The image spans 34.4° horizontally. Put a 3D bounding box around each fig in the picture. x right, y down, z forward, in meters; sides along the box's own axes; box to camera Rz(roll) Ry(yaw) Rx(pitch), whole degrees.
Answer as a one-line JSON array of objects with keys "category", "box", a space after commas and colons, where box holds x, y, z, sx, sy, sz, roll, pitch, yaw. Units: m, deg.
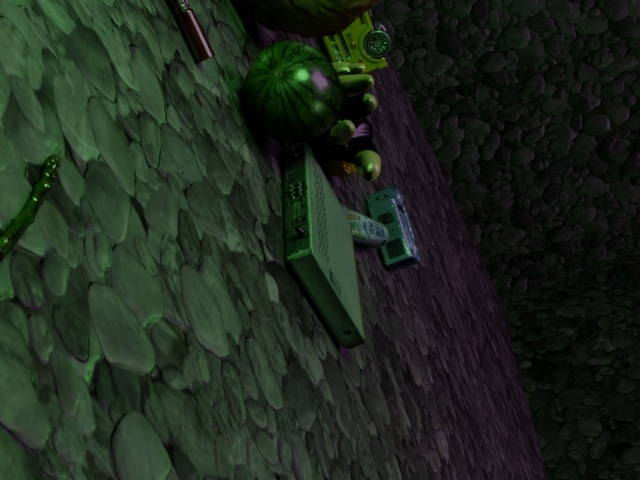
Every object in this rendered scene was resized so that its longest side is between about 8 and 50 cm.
[{"category": "fig", "box": [-0.057, -0.448, 1.551, 0.368, 0.286, 0.286, -14, 82, -59]}]

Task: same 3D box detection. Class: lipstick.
[{"category": "lipstick", "box": [-0.180, -0.304, 1.279, 0.176, 0.027, 0.027, 64, 13, -13]}]

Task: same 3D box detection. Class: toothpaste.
[{"category": "toothpaste", "box": [0.064, -0.021, 1.794, 0.297, 0.048, 0.075, 18, 55, -69]}]

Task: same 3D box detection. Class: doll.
[{"category": "doll", "box": [0.039, -0.182, 1.863, 0.129, 0.081, 0.207, 38, 29, -29]}]

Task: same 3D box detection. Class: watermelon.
[{"category": "watermelon", "box": [-0.035, -0.205, 1.462, 0.187, 0.140, 0.141, 27, 43, -77]}]

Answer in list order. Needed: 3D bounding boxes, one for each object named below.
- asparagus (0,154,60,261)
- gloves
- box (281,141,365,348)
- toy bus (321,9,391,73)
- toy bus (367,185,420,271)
[{"category": "asparagus", "box": [-0.206, -0.027, 0.741, 0.016, 0.016, 0.163, 43, 22, -19]}, {"category": "gloves", "box": [0.027, -0.183, 1.627, 0.197, 0.152, 0.301, 56, -11, -8]}, {"category": "box", "box": [0.000, 0.000, 1.485, 0.270, 0.045, 0.211, -95, 159, -50]}, {"category": "toy bus", "box": [0.041, -0.526, 2.271, 0.144, 0.152, 0.330, -93, 160, -69]}, {"category": "toy bus", "box": [0.140, -0.028, 2.043, 0.076, 0.073, 0.167, 29, 41, -67]}]
